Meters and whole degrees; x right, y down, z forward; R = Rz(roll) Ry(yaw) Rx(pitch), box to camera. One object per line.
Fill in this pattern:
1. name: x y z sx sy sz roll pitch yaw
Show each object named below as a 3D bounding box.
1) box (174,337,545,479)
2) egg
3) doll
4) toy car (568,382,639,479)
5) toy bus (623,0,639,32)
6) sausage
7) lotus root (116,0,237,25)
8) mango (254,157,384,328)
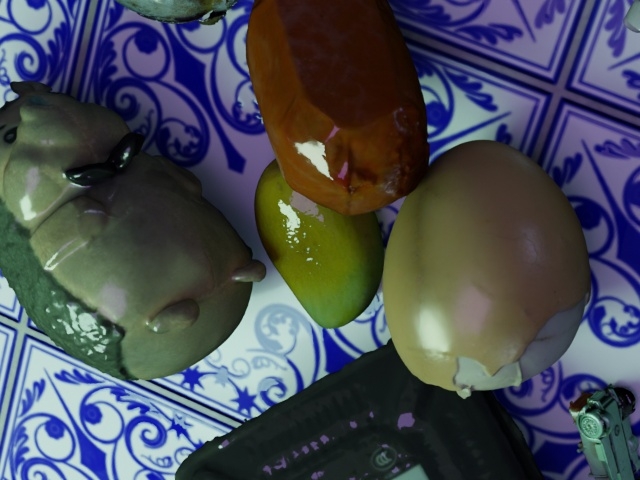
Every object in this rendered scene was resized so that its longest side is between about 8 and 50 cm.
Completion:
1. box: 0.060 0.302 1.649 0.359 0.091 0.350 -31 73 6
2. egg: 0.158 0.025 1.559 0.201 0.201 0.244 -5 89 23
3. doll: -0.230 -0.018 1.687 0.349 0.247 0.247 41 119 20
4. toy car: 0.297 0.221 1.648 0.054 0.073 0.143 -5 108 39
5. toy bus: 0.354 -0.222 1.393 0.142 0.202 0.142 32 114 8
6. sausage: 0.012 -0.153 1.546 0.153 0.141 0.268 -12 63 -12
7. lotus root: -0.165 -0.266 1.653 0.165 0.088 0.088 27 116 0
8. mango: 0.000 0.000 1.674 0.130 0.092 0.195 -1 112 20
